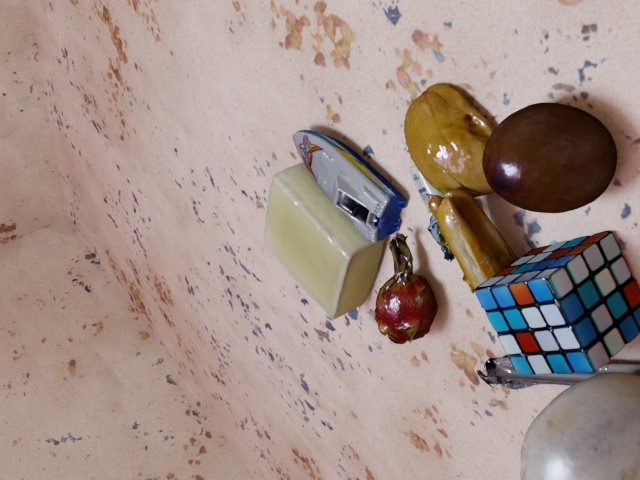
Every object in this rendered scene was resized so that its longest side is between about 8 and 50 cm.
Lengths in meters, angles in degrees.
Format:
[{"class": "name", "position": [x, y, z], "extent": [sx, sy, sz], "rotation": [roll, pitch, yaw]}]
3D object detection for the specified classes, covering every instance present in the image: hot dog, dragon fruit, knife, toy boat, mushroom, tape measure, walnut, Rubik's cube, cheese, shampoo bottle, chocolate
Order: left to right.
[{"class": "cheese", "position": [0.000, 0.000, 1.543], "extent": [0.265, 0.124, 0.242], "rotation": [48, 144, 27]}, {"class": "toy boat", "position": [0.037, -0.127, 1.412], "extent": [0.295, 0.088, 0.129], "rotation": [46, 147, 26]}, {"class": "dragon fruit", "position": [0.161, 0.095, 1.372], "extent": [0.125, 0.125, 0.246], "rotation": [26, 128, 51]}, {"class": "shampoo bottle", "position": [0.185, -0.106, 1.251], "extent": [0.141, 0.034, 0.049], "rotation": [64, 158, -2]}, {"class": "walnut", "position": [0.198, -0.146, 1.145], "extent": [0.211, 0.087, 0.167], "rotation": [53, 153, 16]}, {"class": "tape measure", "position": [0.229, -0.024, 1.198], "extent": [0.054, 0.091, 0.094], "rotation": [31, 156, 53]}, {"class": "hot dog", "position": [0.257, 0.025, 1.133], "extent": [0.072, 0.109, 0.269], "rotation": [-26, 105, 43]}, {"class": "chocolate", "position": [0.297, -0.103, 0.949], "extent": [0.177, 0.177, 0.176], "rotation": [38, 142, 37]}, {"class": "Rubik's cube", "position": [0.351, 0.093, 1.028], "extent": [0.151, 0.155, 0.154], "rotation": [63, 151, -2]}, {"class": "knife", "position": [0.404, 0.219, 1.170], "extent": [0.089, 0.043, 0.365], "rotation": [36, 156, -21]}, {"class": "mushroom", "position": [0.412, 0.324, 1.019], "extent": [0.290, 0.298, 0.297], "rotation": [-144, 32, -77]}]
